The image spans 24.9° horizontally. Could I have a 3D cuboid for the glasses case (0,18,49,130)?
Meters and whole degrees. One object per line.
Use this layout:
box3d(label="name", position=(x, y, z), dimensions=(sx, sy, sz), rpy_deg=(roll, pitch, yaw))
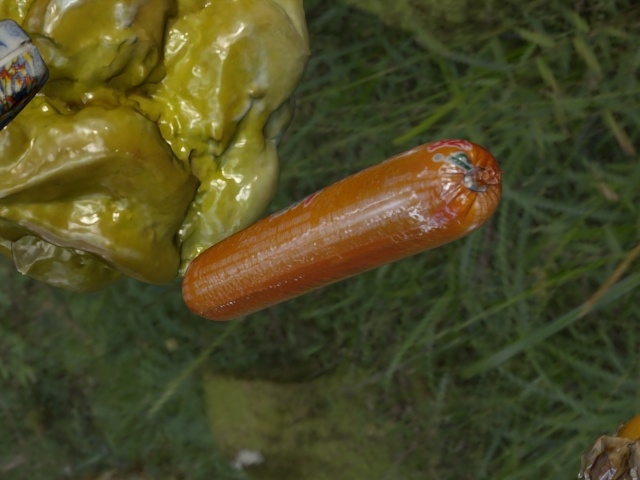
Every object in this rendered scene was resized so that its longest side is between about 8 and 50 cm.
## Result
box3d(label="glasses case", position=(-0.243, -0.027, 0.713), dimensions=(0.065, 0.248, 0.087), rpy_deg=(57, 163, -12))

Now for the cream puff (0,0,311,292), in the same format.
box3d(label="cream puff", position=(-0.180, -0.128, 1.045), dimensions=(0.291, 0.257, 0.324), rpy_deg=(23, 105, 35))

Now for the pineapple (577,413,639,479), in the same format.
box3d(label="pineapple", position=(0.116, 0.114, 0.402), dimensions=(0.076, 0.224, 0.225), rpy_deg=(21, 139, -15))

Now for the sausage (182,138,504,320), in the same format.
box3d(label="sausage", position=(0.000, 0.000, 0.839), dimensions=(0.348, 0.053, 0.053), rpy_deg=(-22, 92, 59))
